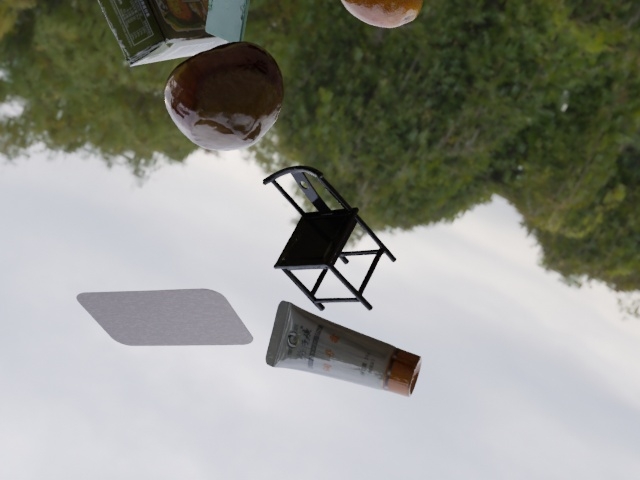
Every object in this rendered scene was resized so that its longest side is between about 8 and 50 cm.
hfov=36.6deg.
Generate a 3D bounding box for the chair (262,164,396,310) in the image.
[{"bbox_3d":[0.000,0.000,1.766,0.154,0.141,0.260,-5,138,45],"label":"chair"}]

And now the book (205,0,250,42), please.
[{"bbox_3d":[-0.203,-0.506,2.119,0.103,0.135,0.017,27,-147,22],"label":"book"}]

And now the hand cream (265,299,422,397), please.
[{"bbox_3d":[0.045,0.220,1.938,0.314,0.140,0.089,13,-175,18],"label":"hand cream"}]

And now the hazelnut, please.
[{"bbox_3d":[-0.163,-0.252,1.708,0.186,0.210,0.210,61,-168,-8],"label":"hazelnut"}]

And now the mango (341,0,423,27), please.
[{"bbox_3d":[0.125,-0.564,2.198,0.217,0.141,0.102,30,-152,24],"label":"mango"}]

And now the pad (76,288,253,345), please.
[{"bbox_3d":[-0.252,0.128,1.575,0.266,0.002,0.176,-3,144,19],"label":"pad"}]

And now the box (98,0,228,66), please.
[{"bbox_3d":[-0.407,-0.649,2.355,0.421,0.138,0.373,67,-154,-4],"label":"box"}]
